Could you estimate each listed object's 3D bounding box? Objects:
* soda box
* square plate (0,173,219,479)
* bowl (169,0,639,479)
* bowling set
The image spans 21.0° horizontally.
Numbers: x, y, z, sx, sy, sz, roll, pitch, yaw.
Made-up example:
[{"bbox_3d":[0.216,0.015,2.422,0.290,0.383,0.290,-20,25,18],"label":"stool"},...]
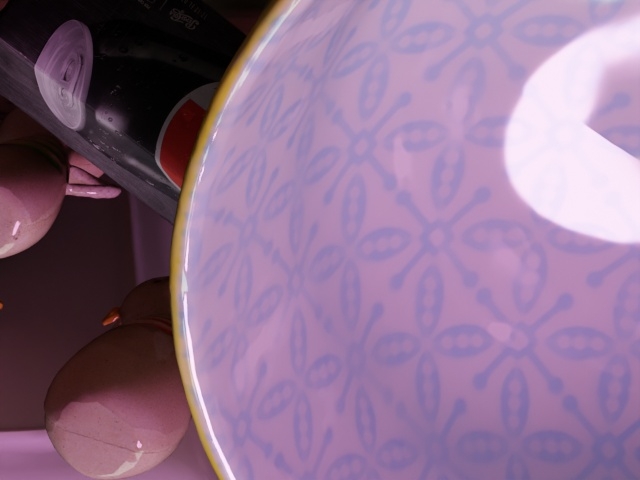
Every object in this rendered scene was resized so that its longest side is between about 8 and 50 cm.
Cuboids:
[{"bbox_3d":[-0.032,-0.031,0.572,0.169,0.053,0.060,37,164,-11],"label":"soda box"},{"bbox_3d":[-0.220,0.033,0.833,0.344,0.049,0.347,0,-148,-9],"label":"square plate"},{"bbox_3d":[0.110,-0.014,0.493,0.290,0.289,0.156,-2,-149,7],"label":"bowl"},{"bbox_3d":[-0.062,-0.009,0.693,0.287,0.199,0.154,15,-161,3],"label":"bowling set"}]
